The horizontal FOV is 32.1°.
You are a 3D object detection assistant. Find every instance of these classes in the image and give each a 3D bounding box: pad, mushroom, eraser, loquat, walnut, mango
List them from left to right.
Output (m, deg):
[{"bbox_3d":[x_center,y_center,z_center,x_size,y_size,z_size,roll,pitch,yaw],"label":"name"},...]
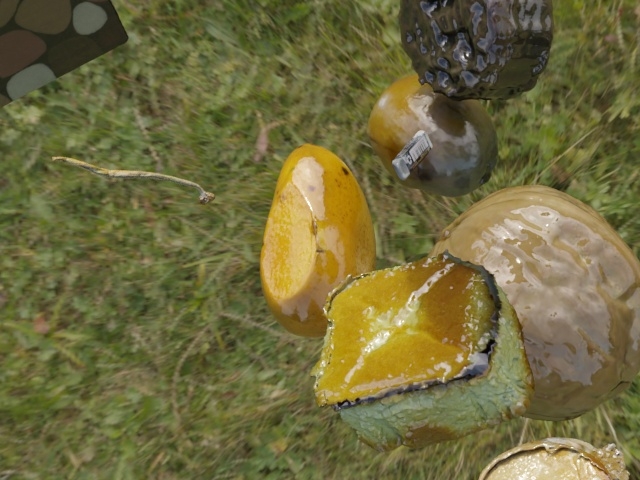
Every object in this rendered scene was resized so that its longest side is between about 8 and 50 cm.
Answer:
[{"bbox_3d":[-0.257,-0.127,0.762,0.235,0.158,0.003,-28,65,-2],"label":"pad"},{"bbox_3d":[-0.282,-0.099,1.721,0.026,0.286,0.028,-17,64,47],"label":"mushroom"},{"bbox_3d":[0.000,0.000,1.656,0.160,0.191,0.290,-7,80,33],"label":"mango"},{"bbox_3d":[0.112,-0.105,1.360,0.019,0.099,0.027,-12,114,38],"label":"eraser"},{"bbox_3d":[0.170,-0.158,1.688,0.227,0.179,0.179,36,98,49],"label":"loquat"},{"bbox_3d":[0.202,0.059,1.030,0.228,0.228,0.228,0,90,9],"label":"walnut"}]

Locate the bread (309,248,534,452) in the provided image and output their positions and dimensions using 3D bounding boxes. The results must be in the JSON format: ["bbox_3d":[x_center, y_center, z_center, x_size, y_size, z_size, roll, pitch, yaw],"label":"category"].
[{"bbox_3d":[0.068,0.071,0.749,0.140,0.069,0.128,-17,43,20],"label":"bread"}]

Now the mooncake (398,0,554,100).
[{"bbox_3d":[0.204,-0.295,1.502,0.124,0.228,0.228,-12,88,-29],"label":"mooncake"}]

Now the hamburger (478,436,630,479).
[{"bbox_3d":[0.375,0.430,1.778,0.243,0.146,0.286,35,86,24],"label":"hamburger"}]
